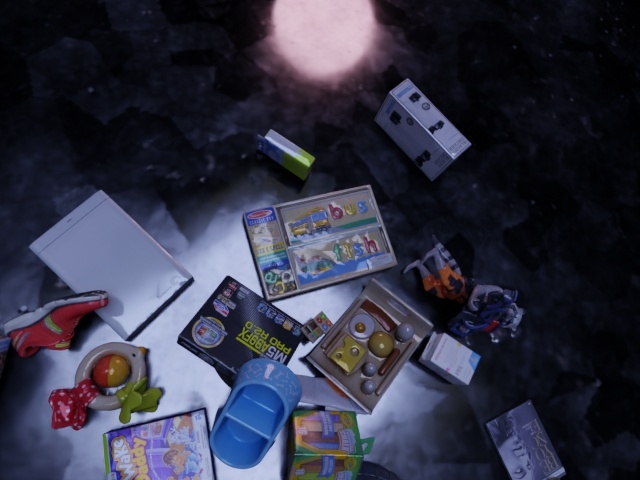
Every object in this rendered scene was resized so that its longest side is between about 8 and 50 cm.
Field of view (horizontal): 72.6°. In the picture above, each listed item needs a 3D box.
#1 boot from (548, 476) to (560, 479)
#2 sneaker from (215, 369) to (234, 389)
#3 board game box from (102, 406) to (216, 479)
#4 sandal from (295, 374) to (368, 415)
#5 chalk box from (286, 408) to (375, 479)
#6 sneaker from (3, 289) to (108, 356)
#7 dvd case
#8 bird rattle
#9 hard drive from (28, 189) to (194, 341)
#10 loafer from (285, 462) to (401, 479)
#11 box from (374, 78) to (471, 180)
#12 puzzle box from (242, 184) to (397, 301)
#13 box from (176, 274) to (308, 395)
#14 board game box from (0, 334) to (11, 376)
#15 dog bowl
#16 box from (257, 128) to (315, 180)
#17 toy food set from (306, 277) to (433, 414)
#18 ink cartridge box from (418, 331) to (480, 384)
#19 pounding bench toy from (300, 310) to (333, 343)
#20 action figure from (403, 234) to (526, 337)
[{"bbox_3d":[0.628,0.797,1.152,0.262,0.095,0.203,-42,92,-23],"label":"boot"},{"bbox_3d":[-0.200,0.364,1.149,0.188,0.066,0.071,44,50,2],"label":"sneaker"},{"bbox_3d":[-0.364,0.603,1.027,0.233,0.078,0.347,-10,76,-14],"label":"board game box"},{"bbox_3d":[0.009,0.416,1.155,0.265,0.076,0.102,17,31,-17],"label":"sandal"},{"bbox_3d":[0.029,0.516,1.077,0.213,0.132,0.132,6,118,-8],"label":"chalk box"},{"bbox_3d":[-0.626,0.204,1.063,0.279,0.107,0.118,-23,89,11],"label":"sneaker"},{"bbox_3d":[0.589,0.599,1.253,0.165,0.018,0.221,-20,79,-16],"label":"dvd case"},{"bbox_3d":[-0.524,0.356,1.071,0.254,0.143,0.207,-2,62,1],"label":"bird rattle"},{"bbox_3d":[-0.552,0.062,1.166,0.353,0.047,0.233,43,71,2],"label":"hard drive"},{"bbox_3d":[0.055,0.637,1.106,0.303,0.109,0.095,6,115,-10],"label":"loafer"},{"bbox_3d":[0.321,-0.349,1.399,0.087,0.169,0.290,-41,86,-19],"label":"box"},{"bbox_3d":[0.000,0.000,1.293,0.409,0.052,0.272,-15,77,-15],"label":"puzzle box"},{"bbox_3d":[-0.197,0.248,1.141,0.270,0.060,0.216,34,50,0],"label":"box"},{"bbox_3d":[-0.811,0.348,0.901,0.141,0.232,0.291,13,86,-8],"label":"board game box"},{"bbox_3d":[-0.162,0.419,1.035,0.166,0.074,0.297,29,109,1],"label":"dog bowl"},{"bbox_3d":[-0.107,-0.262,1.317,0.178,0.109,0.042,34,74,0],"label":"box"},{"bbox_3d":[0.137,0.278,1.184,0.220,0.092,0.306,38,64,13],"label":"toy food set"},{"bbox_3d":[0.360,0.334,1.246,0.143,0.090,0.092,34,70,1],"label":"ink cartridge box"},{"bbox_3d":[0.000,0.226,1.176,0.052,0.065,0.083,49,30,5],"label":"pounding bench toy"},{"bbox_3d":[0.421,0.127,1.198,0.330,0.341,0.178,35,64,4],"label":"action figure"}]
